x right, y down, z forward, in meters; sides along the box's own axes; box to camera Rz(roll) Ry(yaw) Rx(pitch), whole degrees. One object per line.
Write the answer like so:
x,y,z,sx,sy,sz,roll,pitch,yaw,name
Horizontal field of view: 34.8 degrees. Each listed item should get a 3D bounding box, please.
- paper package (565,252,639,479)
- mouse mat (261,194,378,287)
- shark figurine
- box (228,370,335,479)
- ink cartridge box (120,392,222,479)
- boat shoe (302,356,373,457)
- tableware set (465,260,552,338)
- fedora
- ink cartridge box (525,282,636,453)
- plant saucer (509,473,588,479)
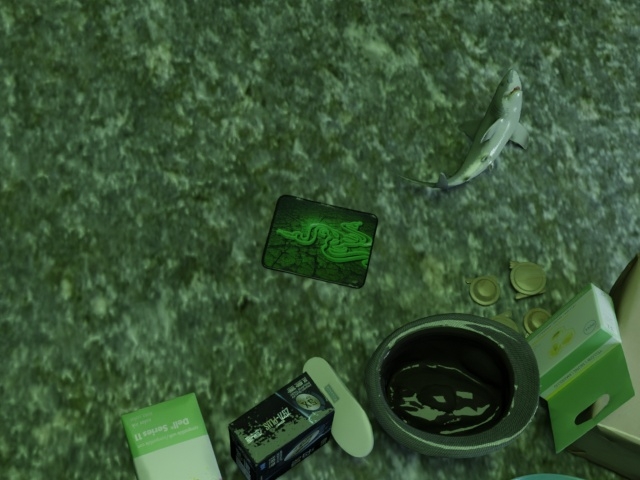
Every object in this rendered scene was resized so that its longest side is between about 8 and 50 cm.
0.598,0.238,1.673,0.309,0.168,0.325,23,64,7,paper package
0.000,0.000,1.833,0.189,0.007,0.153,13,64,1,mouse mat
0.279,-0.180,1.907,0.278,0.166,0.116,-50,50,-5,shark figurine
-0.061,0.301,1.587,0.147,0.180,0.077,-33,69,-18,box
-0.187,0.430,1.501,0.119,0.207,0.354,-16,66,-13,ink cartridge box
0.032,0.275,1.672,0.066,0.063,0.184,-41,64,4,boat shoe
0.339,0.115,1.794,0.141,0.020,0.169,-9,67,-7,tableware set
0.212,0.248,1.663,0.275,0.124,0.244,-3,62,4,fedora
0.404,0.199,1.627,0.056,0.171,0.235,34,31,-15,ink cartridge box
0.383,0.482,1.541,0.317,0.044,0.318,7,32,-4,plant saucer
